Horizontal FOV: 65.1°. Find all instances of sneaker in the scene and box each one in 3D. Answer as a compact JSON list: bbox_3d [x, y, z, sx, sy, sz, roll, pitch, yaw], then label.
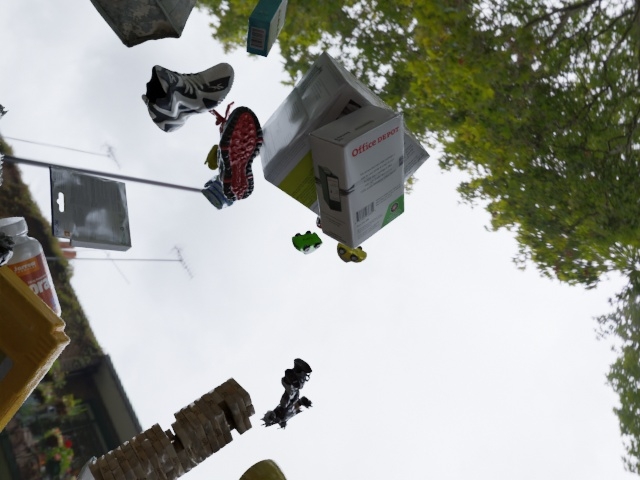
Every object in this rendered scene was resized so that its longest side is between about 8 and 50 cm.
[{"bbox_3d":[-0.218,-0.225,1.231,0.125,0.104,0.262,58,-35,35],"label":"sneaker"},{"bbox_3d":[-0.318,-0.369,1.180,0.234,0.153,0.094,-31,-108,0],"label":"sneaker"}]

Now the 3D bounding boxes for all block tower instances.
[{"bbox_3d":[-0.301,0.430,1.066,0.097,0.335,0.091,19,-51,52],"label":"block tower"}]

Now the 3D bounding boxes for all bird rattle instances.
[{"bbox_3d":[-0.325,-0.356,1.791,0.207,0.142,0.254,55,-41,42],"label":"bird rattle"}]

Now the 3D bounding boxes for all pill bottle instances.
[{"bbox_3d":[-0.606,0.069,0.993,0.121,0.121,0.216,5,-69,32],"label":"pill bottle"}]

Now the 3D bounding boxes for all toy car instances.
[{"bbox_3d":[0.000,0.000,1.504,0.239,0.224,0.053,53,-46,26],"label":"toy car"}]

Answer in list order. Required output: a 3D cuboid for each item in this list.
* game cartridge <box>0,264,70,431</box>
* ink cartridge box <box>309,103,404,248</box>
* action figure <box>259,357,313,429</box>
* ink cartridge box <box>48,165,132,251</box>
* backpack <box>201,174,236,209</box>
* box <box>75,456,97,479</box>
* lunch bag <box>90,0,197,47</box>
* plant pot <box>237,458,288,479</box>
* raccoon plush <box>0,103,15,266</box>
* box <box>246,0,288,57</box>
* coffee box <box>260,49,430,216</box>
[{"bbox_3d":[-0.635,0.198,0.888,0.285,0.052,0.324,39,-85,10],"label":"game cartridge"},{"bbox_3d":[0.100,-0.161,1.240,0.121,0.211,0.289,29,-40,39],"label":"ink cartridge box"},{"bbox_3d":[-0.103,0.526,1.635,0.099,0.185,0.285,35,-53,31],"label":"action figure"},{"bbox_3d":[-0.650,-0.084,1.407,0.045,0.223,0.224,-29,-117,34],"label":"ink cartridge box"},{"bbox_3d":[-0.299,-0.145,1.520,0.105,0.084,0.114,52,-30,-18],"label":"backpack"},{"bbox_3d":[-0.565,0.783,1.408,0.058,0.232,0.322,-44,-78,0],"label":"box"},{"bbox_3d":[-0.347,-0.555,0.916,0.168,0.287,0.236,-1,-121,24],"label":"lunch bag"},{"bbox_3d":[-0.110,0.551,1.060,0.095,0.134,0.134,22,-81,45],"label":"plant pot"},{"bbox_3d":[-0.620,-0.116,0.702,0.446,0.216,0.299,28,-63,17],"label":"raccoon plush"},{"bbox_3d":[-0.142,-0.610,1.377,0.060,0.244,0.101,14,-43,-2],"label":"box"},{"bbox_3d":[0.052,-0.285,1.479,0.338,0.334,0.338,-46,-150,20],"label":"coffee box"}]
